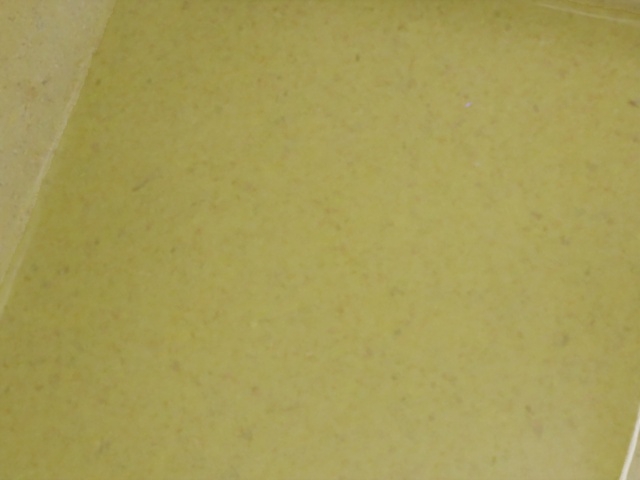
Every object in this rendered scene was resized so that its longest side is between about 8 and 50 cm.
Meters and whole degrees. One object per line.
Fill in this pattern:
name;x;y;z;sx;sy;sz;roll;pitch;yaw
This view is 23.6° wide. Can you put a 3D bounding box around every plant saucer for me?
plant saucer;0.000;0.000;0.534;0.332;0.081;0.333;14;74;18
